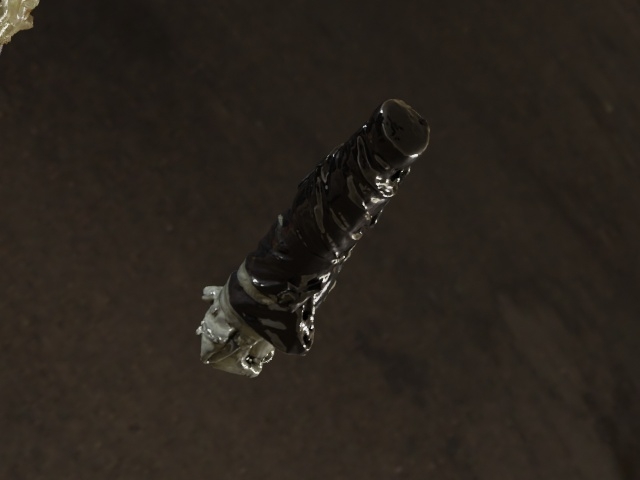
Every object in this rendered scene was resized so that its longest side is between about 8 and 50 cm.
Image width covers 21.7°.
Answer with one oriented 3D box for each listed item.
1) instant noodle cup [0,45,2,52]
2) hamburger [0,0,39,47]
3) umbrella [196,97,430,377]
[{"bbox_3d":[-0.568,-0.332,2.023,0.339,0.340,0.266,26,33,-41],"label":"instant noodle cup"},{"bbox_3d":[-0.319,-0.327,1.352,0.287,0.445,0.268,33,19,-2],"label":"hamburger"},{"bbox_3d":[0.002,0.005,1.510,0.106,0.358,0.113,25,45,-16],"label":"umbrella"}]
